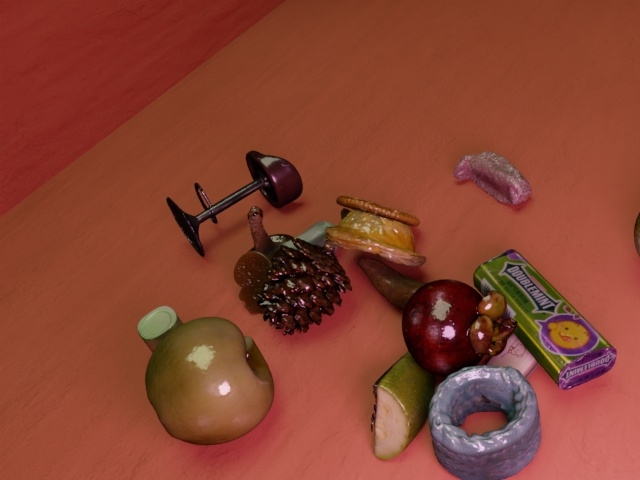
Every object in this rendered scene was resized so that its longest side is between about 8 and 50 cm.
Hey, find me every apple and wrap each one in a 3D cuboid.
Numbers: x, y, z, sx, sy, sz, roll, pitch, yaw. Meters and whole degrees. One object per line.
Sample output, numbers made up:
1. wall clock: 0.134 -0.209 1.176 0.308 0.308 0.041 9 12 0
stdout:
1. apple: -0.253 0.322 1.416 0.254 0.292 0.292 -33 38 2

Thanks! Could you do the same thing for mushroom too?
1. mushroom: -0.180 0.006 1.813 0.148 0.217 0.227 5 45 29

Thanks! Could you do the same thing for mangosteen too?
1. mangosteen: 0.307 0.186 1.357 0.257 0.215 0.215 -15 34 37

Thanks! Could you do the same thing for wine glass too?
1. wine glass: 0.000 0.000 1.810 0.231 0.103 0.103 -30 38 -22

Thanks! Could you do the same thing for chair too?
1. chair: -0.275 -0.141 2.039 0.401 0.226 0.226 -32 39 -16

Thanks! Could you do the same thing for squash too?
1. squash: 0.201 0.356 1.378 0.093 0.169 0.252 6 12 26

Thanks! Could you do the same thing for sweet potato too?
1. sweet potato: 0.208 0.126 1.585 0.291 0.097 0.097 23 55 35

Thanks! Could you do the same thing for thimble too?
1. thimble: 0.326 0.352 1.224 0.235 0.143 0.198 -30 39 -15

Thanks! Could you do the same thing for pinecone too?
1. pinecone: -0.042 0.122 1.618 0.272 0.224 0.224 -57 42 5

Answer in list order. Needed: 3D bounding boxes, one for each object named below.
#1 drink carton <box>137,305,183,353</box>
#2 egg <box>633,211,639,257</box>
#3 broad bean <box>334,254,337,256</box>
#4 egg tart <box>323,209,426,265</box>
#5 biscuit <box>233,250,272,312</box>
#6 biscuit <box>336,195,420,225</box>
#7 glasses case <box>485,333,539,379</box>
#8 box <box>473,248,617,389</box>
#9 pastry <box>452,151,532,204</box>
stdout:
1. drink carton: -0.412 0.263 1.676 0.146 0.142 0.144 -34 39 -14
2. egg: 0.840 -0.009 1.345 0.289 0.238 0.238 6 44 17
3. broad bean: -0.034 0.106 1.772 0.227 0.039 0.069 -36 6 -24
4. egg tart: 0.150 -0.007 1.652 0.288 0.288 0.118 20 91 40
5. biscuit: -0.185 0.116 1.752 0.124 0.175 0.026 -6 -1 18
6. biscuit: 0.165 -0.087 1.782 0.254 0.254 0.035 19 94 40
7. glasses case: 0.440 0.253 1.364 0.196 0.050 0.083 -42 40 -25
8. box: 0.471 0.157 1.345 0.134 0.097 0.345 -22 37 -5
9. pastry: 0.517 -0.189 1.825 0.112 0.103 0.265 -28 40 -21
